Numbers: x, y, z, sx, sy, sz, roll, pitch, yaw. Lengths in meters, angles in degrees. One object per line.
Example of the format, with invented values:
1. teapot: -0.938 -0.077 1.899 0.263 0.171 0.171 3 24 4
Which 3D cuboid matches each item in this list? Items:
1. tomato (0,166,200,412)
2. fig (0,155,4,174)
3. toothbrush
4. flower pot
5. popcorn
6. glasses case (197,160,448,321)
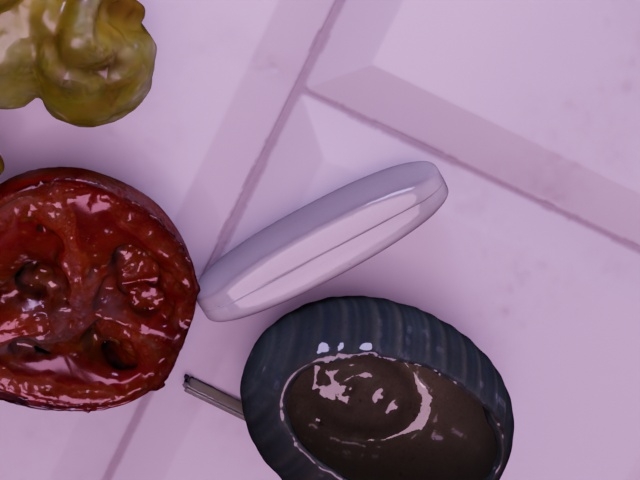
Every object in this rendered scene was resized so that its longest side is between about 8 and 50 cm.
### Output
1. tomato: -0.216 0.037 1.144 0.228 0.101 0.228 -3 115 -7
2. fig: -0.384 -0.044 1.044 0.275 0.206 0.206 2 106 -9
3. toothbrush: 0.002 0.192 1.249 0.294 0.026 0.028 32 115 -15
4. flower pot: 0.049 0.146 1.168 0.243 0.157 0.189 26 89 -11
5. popcorn: -0.257 -0.213 1.028 0.286 0.174 0.225 10 98 -10
6. glasses case: 0.000 0.000 1.159 0.233 0.092 0.059 -28 106 1
